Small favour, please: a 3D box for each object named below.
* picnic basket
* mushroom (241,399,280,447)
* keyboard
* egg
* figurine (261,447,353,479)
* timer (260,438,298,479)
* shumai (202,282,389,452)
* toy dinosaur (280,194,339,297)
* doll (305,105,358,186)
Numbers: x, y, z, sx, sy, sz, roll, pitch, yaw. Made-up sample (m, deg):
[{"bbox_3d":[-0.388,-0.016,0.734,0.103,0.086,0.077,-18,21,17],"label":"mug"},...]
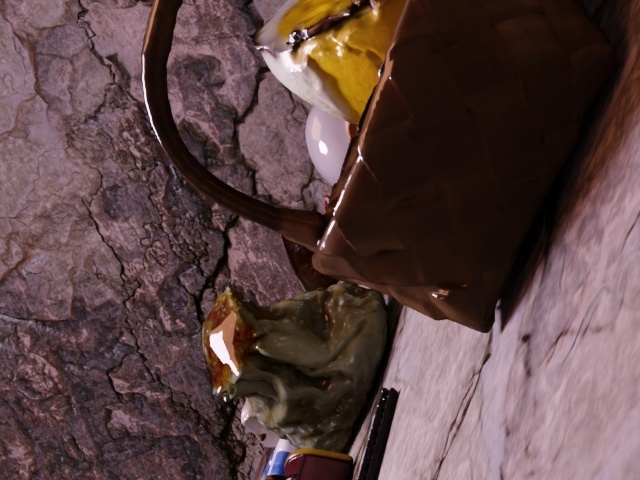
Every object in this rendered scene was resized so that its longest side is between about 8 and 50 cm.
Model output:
[{"bbox_3d":[0.022,-0.128,0.795,0.337,0.337,0.293,-74,4,-68],"label":"picnic basket"},{"bbox_3d":[-0.017,0.206,1.537,0.247,0.108,0.096,-51,-27,-40],"label":"mushroom"},{"bbox_3d":[0.041,0.235,1.031,0.060,0.018,0.196,107,-179,-53],"label":"keyboard"},{"bbox_3d":[0.105,-0.246,1.211,0.337,0.201,0.337,-28,24,14],"label":"egg"},{"bbox_3d":[-0.027,0.297,1.166,0.154,0.098,0.082,-68,3,-54],"label":"figurine"},{"bbox_3d":[-0.063,0.399,1.490,0.253,0.078,0.178,112,176,-54],"label":"timer"},{"bbox_3d":[-0.041,0.148,1.347,0.261,0.221,0.225,103,-177,-64],"label":"shumai"},{"bbox_3d":[0.006,-0.008,1.530,0.207,0.113,0.327,-54,-2,38],"label":"toy dinosaur"},{"bbox_3d":[0.099,-0.187,1.777,0.251,0.221,0.221,-22,-41,-54],"label":"doll"}]
